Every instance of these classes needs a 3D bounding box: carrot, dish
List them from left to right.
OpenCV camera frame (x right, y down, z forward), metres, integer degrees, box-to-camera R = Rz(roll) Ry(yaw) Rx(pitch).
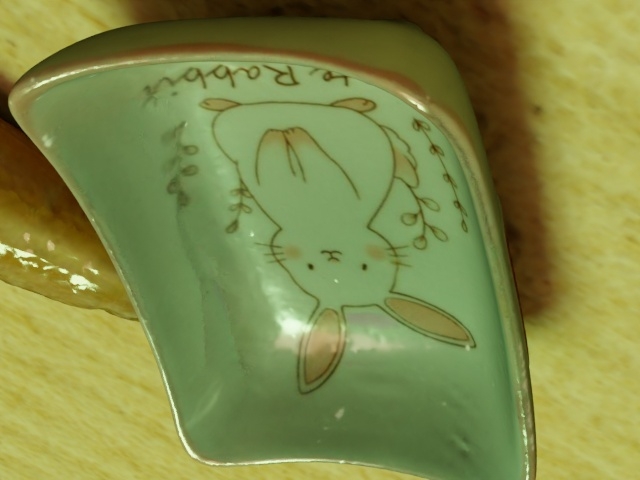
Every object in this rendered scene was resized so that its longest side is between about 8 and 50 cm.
[{"bbox_3d":[-0.124,-0.015,0.545,0.205,0.072,0.072,28,142,-17],"label":"carrot"},{"bbox_3d":[0.000,0.000,0.479,0.151,0.077,0.212,3,136,22],"label":"dish"}]
